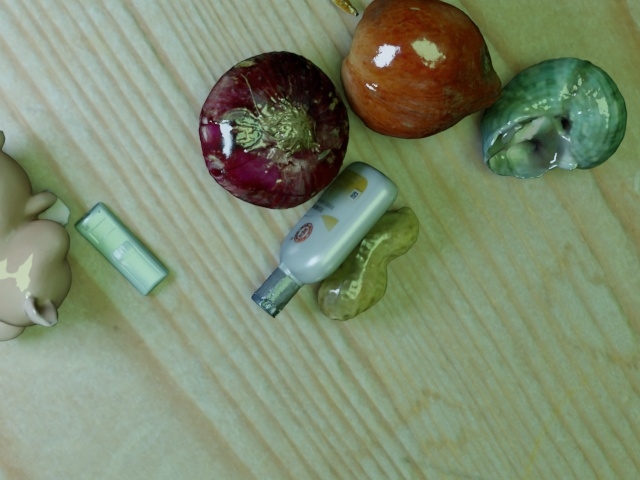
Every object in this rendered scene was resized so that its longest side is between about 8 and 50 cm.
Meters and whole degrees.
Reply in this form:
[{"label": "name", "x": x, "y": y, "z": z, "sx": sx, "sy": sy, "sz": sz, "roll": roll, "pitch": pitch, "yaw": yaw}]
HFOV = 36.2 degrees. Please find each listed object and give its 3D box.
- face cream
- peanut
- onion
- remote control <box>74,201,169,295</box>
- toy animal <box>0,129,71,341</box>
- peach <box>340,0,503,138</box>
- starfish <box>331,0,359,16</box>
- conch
[{"label": "face cream", "x": 0.000, "y": 0.000, "z": 1.595, "sx": 0.291, "sy": 0.144, "sz": 0.071, "roll": -49, "pitch": 120, "yaw": -1}, {"label": "peanut", "x": 0.079, "y": 0.035, "z": 1.639, "sx": 0.229, "sy": 0.098, "sz": 0.103, "roll": -57, "pitch": 145, "yaw": -1}, {"label": "onion", "x": -0.075, "y": -0.174, "z": 1.533, "sx": 0.246, "sy": 0.190, "sz": 0.246, "roll": -5, "pitch": 100, "yaw": -32}, {"label": "remote control", "x": -0.320, "y": 0.015, "z": 1.580, "sx": 0.061, "sy": 0.029, "sz": 0.162, "roll": -45, "pitch": 103, "yaw": -6}, {"label": "toy animal", "x": -0.476, "y": 0.000, "z": 1.474, "sx": 0.256, "sy": 0.195, "sz": 0.213, "roll": 47, "pitch": 53, "yaw": -16}, {"label": "peach", "x": 0.167, "y": -0.270, "z": 1.556, "sx": 0.257, "sy": 0.232, "sz": 0.232, "roll": 27, "pitch": 90, "yaw": 3}, {"label": "starfish", "x": 0.023, "y": -0.564, "z": 1.562, "sx": 0.301, "sy": 0.084, "sz": 0.293, "roll": 35, "pitch": 89, "yaw": -10}, {"label": "conch", "x": 0.409, "y": -0.200, "z": 1.653, "sx": 0.277, "sy": 0.195, "sz": 0.220, "roll": -3, "pitch": 119, "yaw": -35}]
